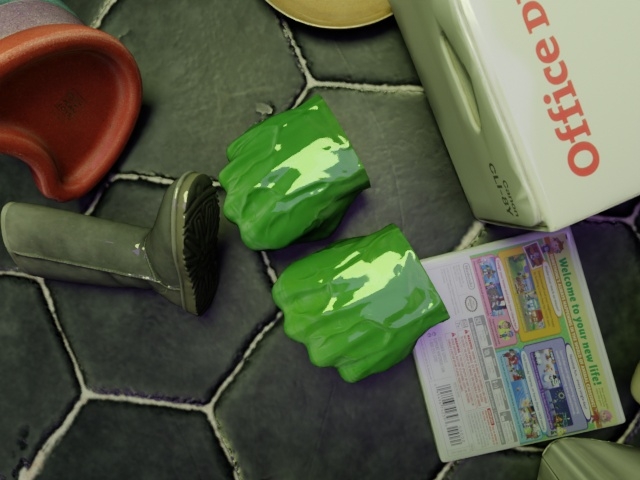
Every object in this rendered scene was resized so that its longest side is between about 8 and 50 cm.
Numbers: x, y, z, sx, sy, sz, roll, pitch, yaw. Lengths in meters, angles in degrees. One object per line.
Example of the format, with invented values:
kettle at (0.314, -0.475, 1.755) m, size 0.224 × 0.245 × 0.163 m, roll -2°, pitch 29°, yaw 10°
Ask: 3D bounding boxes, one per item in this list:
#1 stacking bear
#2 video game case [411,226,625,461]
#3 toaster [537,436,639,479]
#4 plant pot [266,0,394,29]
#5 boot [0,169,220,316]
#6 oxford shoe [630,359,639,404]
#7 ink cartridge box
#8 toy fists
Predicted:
stacking bear at (-0.345, -0.199, 0.429) m, size 0.289 × 0.175 × 0.164 m, roll 34°, pitch 77°, yaw 12°
video game case at (0.195, 0.108, 0.448) m, size 0.193 × 0.023 × 0.213 m, roll -14°, pitch 87°, yaw 3°
toaster at (0.309, 0.266, 0.374) m, size 0.226 × 0.146 × 0.129 m, roll 8°, pitch 90°, yaw 4°
plant pot at (0.024, -0.345, 0.468) m, size 0.236 × 0.032 × 0.237 m, roll 0°, pitch 87°, yaw 4°
boot at (-0.212, -0.009, 0.422) m, size 0.208 × 0.076 × 0.190 m, roll 19°, pitch 127°, yaw 6°
oxford shoe at (0.491, 0.142, 0.397) m, size 0.396 × 0.140 × 0.147 m, roll 17°, pitch 122°, yaw -1°
ink cartridge box at (0.286, -0.212, 0.371) m, size 0.384 × 0.160 × 0.279 m, roll -24°, pitch 95°, yaw 2°
toy fists at (0.000, 0.000, 0.424) m, size 0.142 × 0.096 × 0.279 m, roll -29°, pitch 83°, yaw 3°
